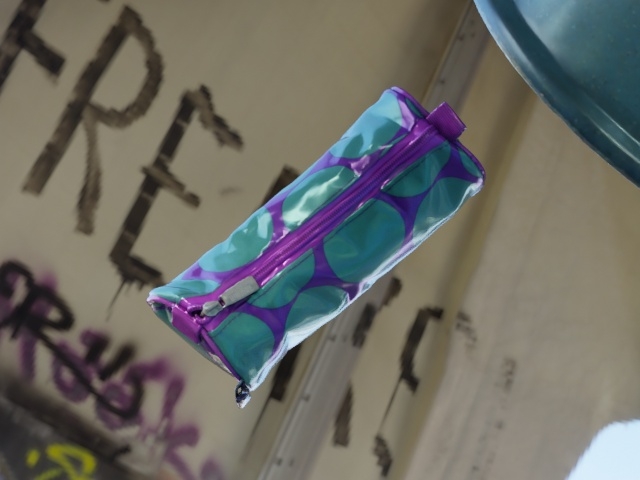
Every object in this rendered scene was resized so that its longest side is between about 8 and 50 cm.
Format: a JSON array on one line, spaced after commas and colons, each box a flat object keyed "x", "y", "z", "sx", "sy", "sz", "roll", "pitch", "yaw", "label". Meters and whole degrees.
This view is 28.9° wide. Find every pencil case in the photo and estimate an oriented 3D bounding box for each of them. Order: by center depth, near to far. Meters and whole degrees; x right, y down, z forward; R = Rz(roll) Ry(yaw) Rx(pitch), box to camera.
[{"x": 0.000, "y": 0.000, "z": 0.550, "sx": 0.064, "sy": 0.152, "sz": 0.070, "roll": 47, "pitch": -8, "yaw": 10, "label": "pencil case"}]

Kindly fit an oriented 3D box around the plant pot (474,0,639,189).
[{"x": 0.299, "y": -0.193, "z": 0.583, "sx": 0.341, "sy": 0.341, "sz": 0.334, "roll": 28, "pitch": -55, "yaw": -5, "label": "plant pot"}]
